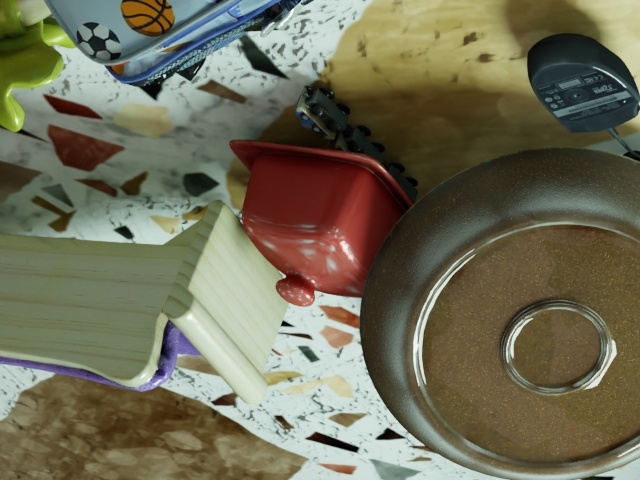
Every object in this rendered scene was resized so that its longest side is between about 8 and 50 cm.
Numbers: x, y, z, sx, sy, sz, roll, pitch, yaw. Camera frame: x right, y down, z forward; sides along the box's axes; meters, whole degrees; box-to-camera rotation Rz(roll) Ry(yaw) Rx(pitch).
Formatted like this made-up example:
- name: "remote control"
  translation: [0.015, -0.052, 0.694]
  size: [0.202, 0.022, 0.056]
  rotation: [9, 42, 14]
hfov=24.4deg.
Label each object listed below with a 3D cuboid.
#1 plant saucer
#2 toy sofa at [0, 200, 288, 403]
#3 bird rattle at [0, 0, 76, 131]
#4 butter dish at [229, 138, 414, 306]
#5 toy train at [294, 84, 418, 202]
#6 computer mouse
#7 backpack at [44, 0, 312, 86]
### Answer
- name: "plant saucer"
  translation: [0.187, 0.077, 1.189]
  size: [0.311, 0.050, 0.310]
  rotation: [0, 117, 1]
- name: "toy sofa"
  translation: [-0.225, 0.068, 1.308]
  size: [0.362, 0.177, 0.150]
  rotation: [3, 148, 29]
- name: "bird rattle"
  translation: [-0.264, -0.215, 1.053]
  size: [0.253, 0.143, 0.207]
  rotation: [39, 126, -17]
- name: "butter dish"
  translation: [0.000, 0.000, 1.228]
  size: [0.160, 0.118, 0.160]
  rotation: [9, 154, 37]
- name: "toy train"
  translation: [0.028, -0.077, 1.220]
  size: [0.036, 0.027, 0.158]
  rotation: [-5, 145, 39]
- name: "computer mouse"
  translation: [0.231, -0.093, 1.141]
  size: [0.071, 0.041, 0.242]
  rotation: [-13, 146, 31]
- name: "backpack"
  translation: [-0.063, -0.238, 0.828]
  size: [0.263, 0.213, 0.276]
  rotation: [-26, 109, 20]
